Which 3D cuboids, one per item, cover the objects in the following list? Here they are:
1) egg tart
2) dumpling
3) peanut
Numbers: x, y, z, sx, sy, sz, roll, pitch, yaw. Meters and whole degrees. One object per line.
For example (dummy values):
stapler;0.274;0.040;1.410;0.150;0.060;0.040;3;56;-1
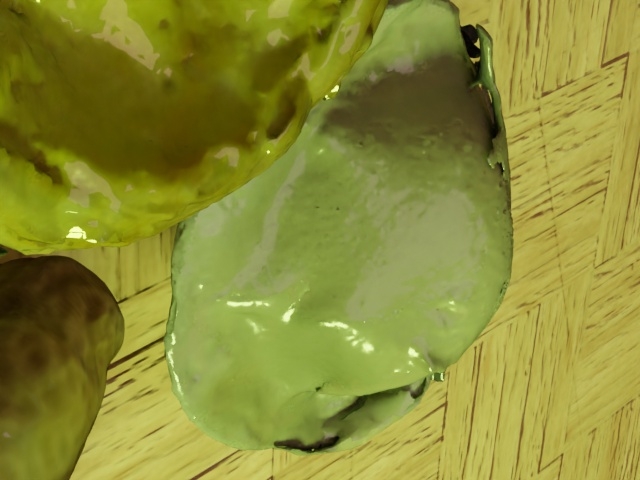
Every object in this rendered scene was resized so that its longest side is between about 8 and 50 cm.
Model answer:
egg tart;-0.093;-0.154;0.616;0.345;0.132;0.345;-30;133;-39
dumpling;0.001;-0.009;0.848;0.205;0.163;0.293;-3;120;-14
peanut;-0.187;0.088;0.664;0.253;0.122;0.137;-21;118;-48
